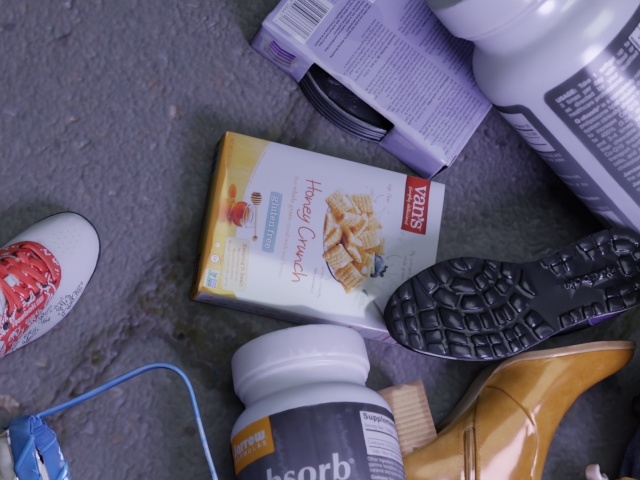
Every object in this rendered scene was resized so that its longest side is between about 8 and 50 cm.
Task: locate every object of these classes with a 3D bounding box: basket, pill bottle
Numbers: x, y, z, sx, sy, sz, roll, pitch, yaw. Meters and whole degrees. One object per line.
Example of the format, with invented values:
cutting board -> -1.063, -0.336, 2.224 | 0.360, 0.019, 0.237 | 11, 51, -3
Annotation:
basket -> -0.216, 0.270, 1.647 | 0.289, 0.201, 0.254 | -20, 80, -7
pill bottle -> 0.001, 0.230, 1.740 | 0.162, 0.162, 0.278 | -3, 65, -17
pill bottle -> 0.286, -0.168, 1.870 | 0.363, 0.210, 0.210 | 45, 66, -22

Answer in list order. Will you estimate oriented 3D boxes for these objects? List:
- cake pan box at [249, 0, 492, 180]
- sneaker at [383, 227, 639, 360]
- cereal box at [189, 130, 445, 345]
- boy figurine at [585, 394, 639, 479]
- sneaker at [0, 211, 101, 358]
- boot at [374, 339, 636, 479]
cake pan box -> 0.092, -0.229, 1.958 | 0.246, 0.070, 0.267 | 35, 68, -2
sneaker -> 0.196, 0.073, 1.873 | 0.283, 0.124, 0.107 | -10, 74, -14
cereal box -> 0.000, 0.000, 1.876 | 0.240, 0.047, 0.173 | 12, 72, -13
boy figurine -> 0.324, 0.302, 1.864 | 0.177, 0.092, 0.285 | 31, 70, -20
sneaker -> -0.297, 0.058, 1.720 | 0.270, 0.145, 0.090 | -41, 89, -22
boot -> 0.197, 0.222, 1.848 | 0.295, 0.104, 0.211 | -14, 85, -10
